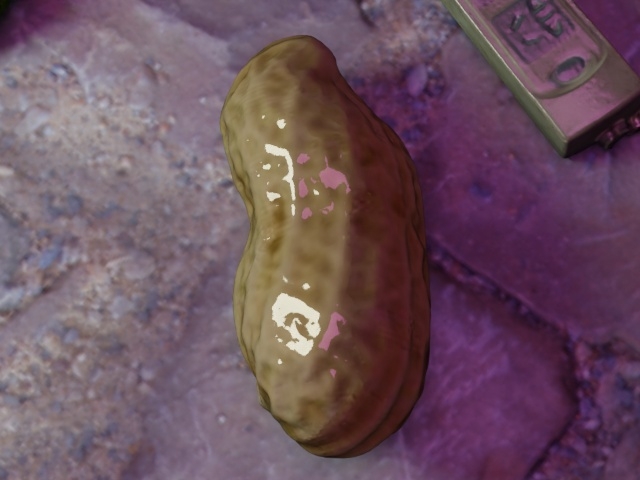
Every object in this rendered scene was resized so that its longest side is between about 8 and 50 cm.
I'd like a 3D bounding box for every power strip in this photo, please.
[{"bbox_3d":[0.144,-0.186,1.535,0.080,0.048,0.286,-34,74,-8],"label":"power strip"}]

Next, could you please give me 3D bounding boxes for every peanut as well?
[{"bbox_3d":[0.000,0.000,1.444,0.153,0.140,0.325,-32,60,38],"label":"peanut"}]

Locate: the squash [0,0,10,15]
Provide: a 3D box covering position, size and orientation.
[{"bbox_3d":[-0.218,-0.323,1.563,0.107,0.107,0.395,29,79,11],"label":"squash"}]
